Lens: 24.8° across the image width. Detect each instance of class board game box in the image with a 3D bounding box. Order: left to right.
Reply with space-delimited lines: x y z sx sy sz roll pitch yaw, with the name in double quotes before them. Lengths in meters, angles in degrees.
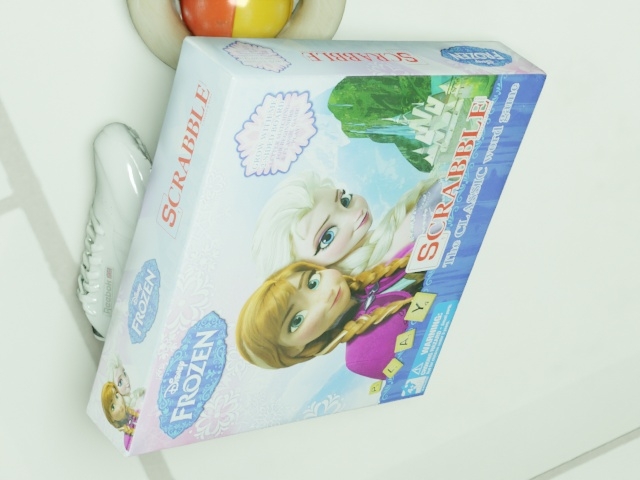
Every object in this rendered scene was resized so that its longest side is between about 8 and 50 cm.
"board game box" 0.000 0.000 1.125 0.318 0.066 0.319 -7 125 -40

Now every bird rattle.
"bird rattle" -0.065 -0.196 1.048 0.253 0.143 0.207 -4 133 -16

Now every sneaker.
"sneaker" -0.151 0.020 1.147 0.094 0.090 0.235 -13 118 -3
